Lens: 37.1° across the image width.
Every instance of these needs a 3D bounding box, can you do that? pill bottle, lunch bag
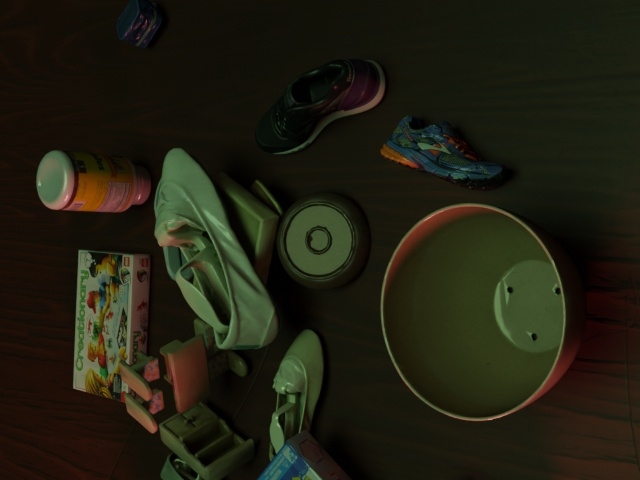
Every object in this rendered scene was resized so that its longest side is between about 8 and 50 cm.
[{"bbox_3d":[-0.451,-0.117,1.918,0.117,0.215,0.117,-1,89,41],"label":"pill bottle"},{"bbox_3d":[-0.365,-0.449,1.951,0.098,0.065,0.067,-46,46,32],"label":"lunch bag"}]

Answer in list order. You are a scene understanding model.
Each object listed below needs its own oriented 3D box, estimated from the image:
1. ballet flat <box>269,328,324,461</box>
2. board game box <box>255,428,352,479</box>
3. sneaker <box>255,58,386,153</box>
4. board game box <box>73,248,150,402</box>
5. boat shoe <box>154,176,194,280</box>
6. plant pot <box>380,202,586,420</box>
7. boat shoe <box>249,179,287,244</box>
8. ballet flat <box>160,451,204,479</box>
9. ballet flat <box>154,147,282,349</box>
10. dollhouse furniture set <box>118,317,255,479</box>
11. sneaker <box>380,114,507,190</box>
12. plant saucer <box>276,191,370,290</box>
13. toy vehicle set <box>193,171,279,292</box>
[{"bbox_3d":[-0.048,0.278,1.649,0.086,0.086,0.249,9,95,41],"label":"ballet flat"},{"bbox_3d":[-0.014,0.537,1.582,0.318,0.066,0.319,44,118,18],"label":"board game box"},{"bbox_3d":[-0.034,-0.237,1.617,0.283,0.124,0.107,-27,72,38],"label":"sneaker"},{"bbox_3d":[-0.442,0.175,2.013,0.192,0.053,0.306,3,92,41],"label":"board game box"},{"bbox_3d":[-0.284,-0.026,1.862,0.076,0.083,0.226,130,140,-71],"label":"boat shoe"},{"bbox_3d":[0.252,0.093,1.318,0.284,0.190,0.284,0,90,41],"label":"plant pot"},{"bbox_3d":[-0.082,-0.033,1.685,0.060,0.064,0.178,-36,65,4],"label":"boat shoe"},{"bbox_3d":[-0.227,0.467,1.810,0.213,0.072,0.068,24,98,39],"label":"ballet flat"},{"bbox_3d":[-0.206,0.013,1.645,0.139,0.139,0.400,-40,72,33],"label":"ballet flat"},{"bbox_3d":[-0.217,0.290,1.719,0.161,0.212,0.242,29,134,39],"label":"dollhouse furniture set"},{"bbox_3d":[0.189,-0.137,1.454,0.221,0.083,0.087,24,97,35],"label":"sneaker"},{"bbox_3d":[0.000,0.000,1.607,0.168,0.029,0.169,-1,87,19],"label":"plant saucer"},{"bbox_3d":[-0.160,0.030,1.730,0.166,0.035,0.267,39,131,35],"label":"toy vehicle set"}]
